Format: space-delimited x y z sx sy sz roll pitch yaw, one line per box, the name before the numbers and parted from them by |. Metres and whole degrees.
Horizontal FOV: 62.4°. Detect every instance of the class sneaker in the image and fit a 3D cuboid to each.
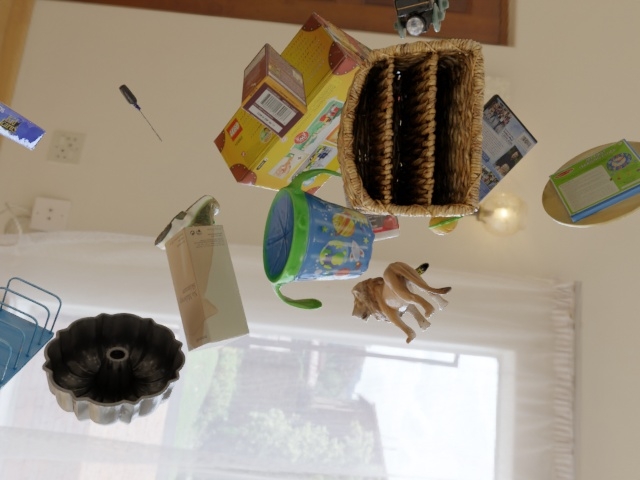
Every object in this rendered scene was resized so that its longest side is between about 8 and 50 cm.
sneaker | 0.287 0.092 1.551 0.083 0.031 0.035 -44 170 -15
sneaker | -0.414 -0.021 1.817 0.158 0.182 0.410 -42 -172 20

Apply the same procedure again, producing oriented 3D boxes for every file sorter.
file sorter | -0.577 0.160 0.966 0.105 0.118 0.170 -61 -173 23

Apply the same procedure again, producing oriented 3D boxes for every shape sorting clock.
shape sorting clock | 0.501 -0.101 0.943 0.040 0.206 0.206 45 34 -32

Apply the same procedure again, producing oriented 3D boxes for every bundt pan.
bundt pan | -0.513 0.329 1.320 0.331 0.330 0.124 -83 -171 -63

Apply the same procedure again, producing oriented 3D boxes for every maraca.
maraca | 0.514 -0.076 2.176 0.185 0.127 0.099 155 -88 -80

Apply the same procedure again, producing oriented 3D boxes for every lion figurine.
lion figurine | 0.215 0.145 1.471 0.142 0.240 0.392 -32 160 -28

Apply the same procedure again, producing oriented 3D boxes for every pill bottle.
pill bottle | 0.175 -0.159 1.897 0.176 0.176 0.319 -56 136 -88

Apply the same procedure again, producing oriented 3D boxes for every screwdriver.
screwdriver | -0.443 -0.318 1.324 0.024 0.025 0.170 33 -16 48

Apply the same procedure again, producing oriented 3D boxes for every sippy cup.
sippy cup | 0.000 0.000 1.281 0.305 0.224 0.240 120 -32 -43

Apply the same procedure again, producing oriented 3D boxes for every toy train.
toy train | 0.280 -0.707 1.485 0.334 0.142 0.190 -68 147 -43

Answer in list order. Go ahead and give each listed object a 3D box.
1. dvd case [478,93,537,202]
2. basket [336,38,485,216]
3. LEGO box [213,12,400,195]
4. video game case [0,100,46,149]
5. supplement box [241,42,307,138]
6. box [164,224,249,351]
dvd case | 0.441 -0.239 1.423 0.253 0.180 0.022 -46 -167 0
basket | 0.149 -0.194 0.950 0.223 0.213 0.299 -159 -109 -79
LEGO box | -0.025 -0.383 1.641 0.372 0.500 0.193 5 47 -54
video game case | -0.745 -0.306 1.098 0.061 0.244 0.269 -57 -178 -6
supplement box | -0.094 -0.304 1.062 0.081 0.104 0.188 -41 -148 24
box | -0.309 0.128 1.425 0.148 0.121 0.311 -31 -109 46
